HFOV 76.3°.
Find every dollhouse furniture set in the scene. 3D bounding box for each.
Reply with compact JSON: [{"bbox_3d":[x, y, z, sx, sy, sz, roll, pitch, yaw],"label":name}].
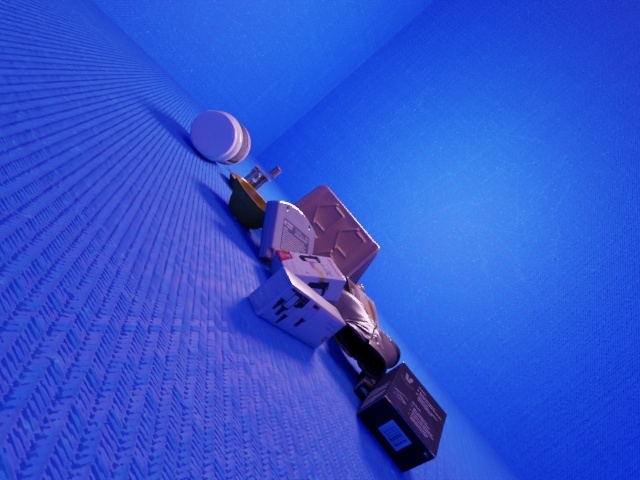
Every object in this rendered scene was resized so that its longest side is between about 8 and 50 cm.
[{"bbox_3d":[-0.307,-0.342,2.019,0.101,0.182,0.161,47,5,-32],"label":"dollhouse furniture set"}]

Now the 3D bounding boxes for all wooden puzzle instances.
[{"bbox_3d":[0.000,0.000,1.535,0.347,0.322,0.080,48,-24,7],"label":"wooden puzzle"}]

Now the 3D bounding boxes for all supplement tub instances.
[{"bbox_3d":[-0.392,-0.403,1.614,0.191,0.191,0.272,49,4,-5],"label":"supplement tub"}]

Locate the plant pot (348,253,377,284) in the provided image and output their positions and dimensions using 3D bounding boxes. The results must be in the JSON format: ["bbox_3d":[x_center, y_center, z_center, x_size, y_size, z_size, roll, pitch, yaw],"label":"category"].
[{"bbox_3d":[0.098,0.075,1.873,0.323,0.280,0.323,49,5,-6],"label":"plant pot"}]

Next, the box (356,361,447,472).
[{"bbox_3d":[0.184,0.385,0.903,0.156,0.093,0.158,51,27,8],"label":"box"}]

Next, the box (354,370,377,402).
[{"bbox_3d":[0.167,0.423,1.051,0.184,0.045,0.191,47,4,11],"label":"box"}]

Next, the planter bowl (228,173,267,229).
[{"bbox_3d":[-0.227,-0.101,1.302,0.217,0.090,0.217,50,4,-5],"label":"planter bowl"}]

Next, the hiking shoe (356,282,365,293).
[{"bbox_3d":[0.165,0.306,1.959,0.114,0.086,0.226,4,45,-18],"label":"hiking shoe"}]

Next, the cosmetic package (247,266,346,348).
[{"bbox_3d":[-0.043,0.155,0.886,0.239,0.099,0.060,44,9,-47],"label":"cosmetic package"}]

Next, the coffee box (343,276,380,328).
[{"bbox_3d":[0.113,0.248,1.402,0.246,0.098,0.141,44,28,-50],"label":"coffee box"}]

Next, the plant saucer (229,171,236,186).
[{"bbox_3d":[-0.312,-0.197,1.678,0.198,0.036,0.198,49,5,-6],"label":"plant saucer"}]

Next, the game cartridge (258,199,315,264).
[{"bbox_3d":[-0.097,-0.003,1.274,0.297,0.062,0.197,42,47,-62],"label":"game cartridge"}]

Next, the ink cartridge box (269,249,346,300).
[{"bbox_3d":[-0.037,0.095,1.109,0.175,0.072,0.127,9,24,-26],"label":"ink cartridge box"}]

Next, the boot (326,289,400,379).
[{"bbox_3d":[0.078,0.236,1.145,0.338,0.118,0.223,36,4,25],"label":"boot"}]
